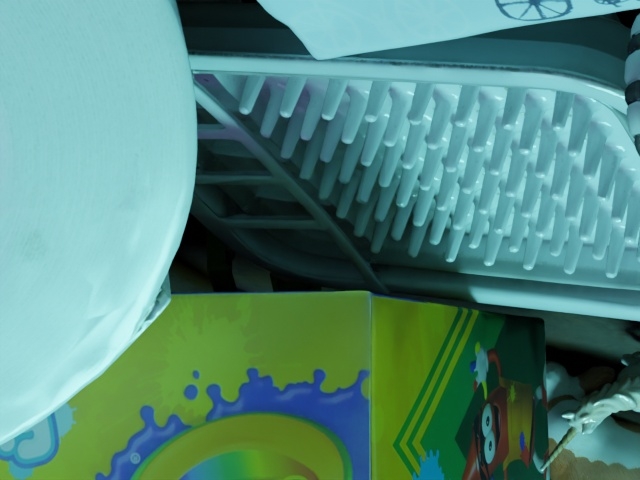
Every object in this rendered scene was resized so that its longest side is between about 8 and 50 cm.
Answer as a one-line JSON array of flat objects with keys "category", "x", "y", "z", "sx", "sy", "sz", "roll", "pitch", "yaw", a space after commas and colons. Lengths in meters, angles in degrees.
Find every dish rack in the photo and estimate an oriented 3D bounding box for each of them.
[{"category": "dish rack", "x": 0.058, "y": -0.049, "z": 0.919, "sx": 0.332, "sy": 0.072, "sz": 0.285, "roll": 7, "pitch": 157, "yaw": 30}]

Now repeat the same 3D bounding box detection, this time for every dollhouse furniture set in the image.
[{"category": "dollhouse furniture set", "x": 0.000, "y": 0.000, "z": 1.179, "sx": 0.151, "sy": 0.059, "sz": 0.076, "roll": -4, "pitch": 150, "yaw": 5}]

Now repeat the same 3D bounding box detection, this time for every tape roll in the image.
[{"category": "tape roll", "x": -0.244, "y": -0.050, "z": 0.745, "sx": 0.392, "sy": 0.072, "sz": 0.392, "roll": -6, "pitch": 126, "yaw": -8}]

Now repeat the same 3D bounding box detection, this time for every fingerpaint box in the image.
[{"category": "fingerpaint box", "x": -0.115, "y": 0.116, "z": 1.085, "sx": 0.444, "sy": 0.163, "sz": 0.371, "roll": -2, "pitch": 175, "yaw": 21}]

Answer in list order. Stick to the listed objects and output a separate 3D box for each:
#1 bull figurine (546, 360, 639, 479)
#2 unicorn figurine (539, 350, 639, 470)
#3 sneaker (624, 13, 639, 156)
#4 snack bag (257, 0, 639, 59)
[{"category": "bull figurine", "x": 0.254, "y": 0.201, "z": 1.260, "sx": 0.310, "sy": 0.101, "sz": 0.188, "roll": 24, "pitch": 145, "yaw": 36}, {"category": "unicorn figurine", "x": 0.230, "y": 0.104, "z": 1.157, "sx": 0.162, "sy": 0.060, "sz": 0.111, "roll": -9, "pitch": -179, "yaw": 19}, {"category": "sneaker", "x": 0.259, "y": -0.048, "z": 0.593, "sx": 0.281, "sy": 0.106, "sz": 0.162, "roll": 2, "pitch": 171, "yaw": -22}, {"category": "snack bag", "x": 0.021, "y": -0.172, "z": 0.582, "sx": 0.323, "sy": 0.037, "sz": 0.342, "roll": -2, "pitch": 152, "yaw": 38}]
